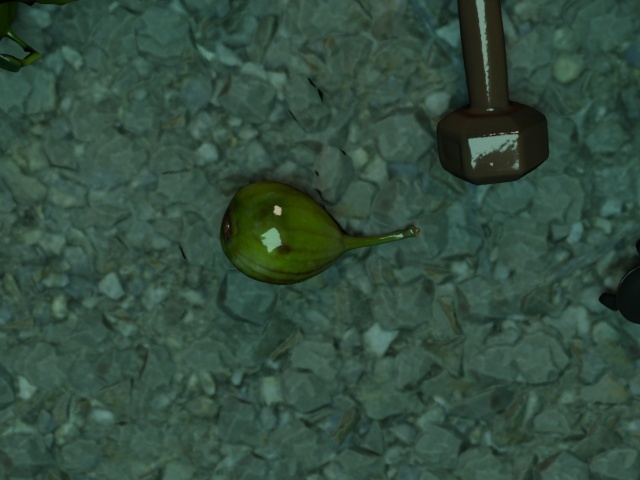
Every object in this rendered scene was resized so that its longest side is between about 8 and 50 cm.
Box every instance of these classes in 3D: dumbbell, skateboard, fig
[{"bbox_3d":[0.131,-0.160,1.309,0.082,0.092,0.231,-15,109,-21],"label":"dumbbell"},{"bbox_3d":[0.318,0.068,1.378,0.151,0.080,0.067,30,102,-9],"label":"skateboard"},{"bbox_3d":[-0.003,0.005,1.372,0.166,0.093,0.093,17,109,-4],"label":"fig"}]

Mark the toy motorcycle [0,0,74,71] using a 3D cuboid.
[{"bbox_3d":[-0.196,-0.247,1.268,0.342,0.142,0.206,-9,110,8],"label":"toy motorcycle"}]
